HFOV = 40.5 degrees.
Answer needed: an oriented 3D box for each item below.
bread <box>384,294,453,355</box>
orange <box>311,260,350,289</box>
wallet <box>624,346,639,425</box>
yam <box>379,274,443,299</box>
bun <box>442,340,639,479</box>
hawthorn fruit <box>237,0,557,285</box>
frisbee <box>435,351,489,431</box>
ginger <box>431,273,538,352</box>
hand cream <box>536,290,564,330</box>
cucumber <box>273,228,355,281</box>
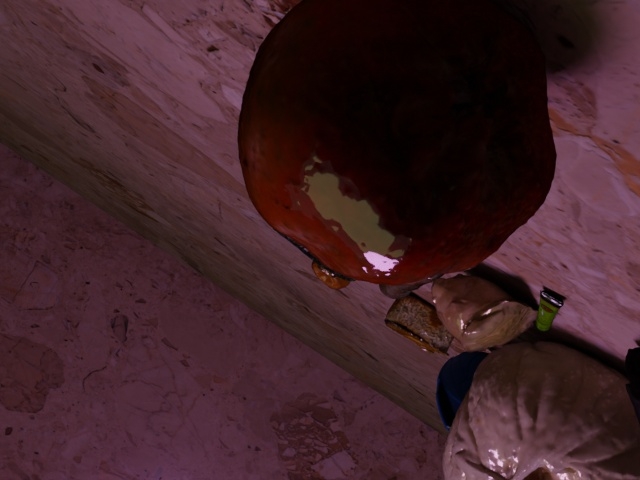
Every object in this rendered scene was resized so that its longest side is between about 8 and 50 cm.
[{"bbox_3d":[0.192,0.165,1.677,0.140,0.069,0.128,32,169,-8],"label":"bread"},{"bbox_3d":[0.025,0.056,1.700,0.086,0.062,0.086,32,152,20],"label":"orange"},{"bbox_3d":[0.462,0.305,1.113,0.321,0.044,0.170,63,-154,-7],"label":"wallet"},{"bbox_3d":[0.146,0.055,1.401,0.061,0.061,0.253,34,167,-1],"label":"yam"},{"bbox_3d":[0.348,0.342,1.346,0.353,0.227,0.349,-17,106,31],"label":"bun"},{"bbox_3d":[0.040,-0.076,0.712,0.254,0.254,0.300,36,155,-14],"label":"hawthorn fruit"},{"bbox_3d":[0.323,0.304,1.591,0.242,0.242,0.045,34,134,-1],"label":"frisbee"},{"bbox_3d":[0.242,0.105,1.298,0.122,0.115,0.193,48,-170,31],"label":"ginger"},{"bbox_3d":[0.320,0.099,1.222,0.036,0.023,0.122,33,164,20],"label":"hand cream"},{"bbox_3d":[-0.001,0.000,1.533,0.241,0.074,0.074,40,166,-33],"label":"cucumber"}]
